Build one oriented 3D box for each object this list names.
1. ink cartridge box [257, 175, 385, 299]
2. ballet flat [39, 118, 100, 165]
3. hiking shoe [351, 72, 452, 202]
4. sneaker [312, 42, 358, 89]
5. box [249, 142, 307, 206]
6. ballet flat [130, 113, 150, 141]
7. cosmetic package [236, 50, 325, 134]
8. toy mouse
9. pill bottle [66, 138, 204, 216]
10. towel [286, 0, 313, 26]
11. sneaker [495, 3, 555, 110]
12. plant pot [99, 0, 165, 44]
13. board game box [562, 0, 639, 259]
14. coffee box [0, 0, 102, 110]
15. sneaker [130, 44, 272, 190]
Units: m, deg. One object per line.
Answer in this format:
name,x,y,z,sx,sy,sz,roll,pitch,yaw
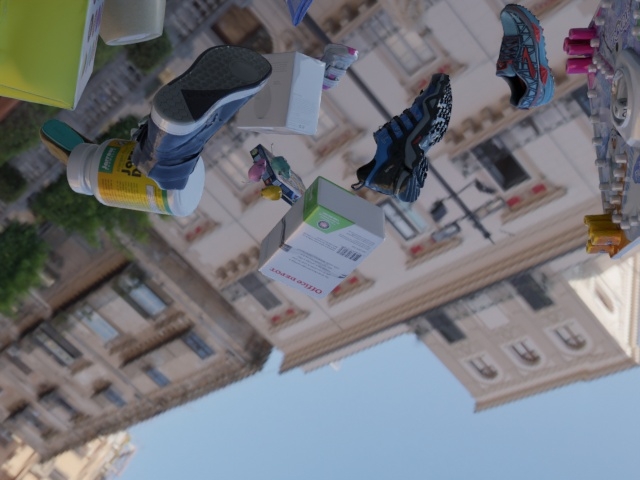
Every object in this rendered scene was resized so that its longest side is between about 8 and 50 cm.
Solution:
ink cartridge box,0.000,0.000,1.940,0.273,0.198,0.114,-46,-152,37
ballet flat,-0.464,-0.160,1.560,0.080,0.232,0.073,-37,152,-29
hiking shoe,0.171,-0.222,1.574,0.132,0.113,0.304,16,-116,21
sneaker,0.033,-0.526,2.447,0.252,0.103,0.111,-19,-117,59
box,-0.111,-0.179,2.415,0.044,0.233,0.159,-37,-129,13
ballet flat,-0.484,-0.299,2.174,0.070,0.070,0.188,-24,-155,47
cosmetic package,-0.120,-0.439,2.381,0.224,0.138,0.224,9,-88,44
toy mouse,-0.129,-0.169,1.932,0.161,0.143,0.031,8,-176,30
pill bottle,-0.313,-0.110,1.333,0.209,0.117,0.117,9,-141,15
towel,-0.051,-0.602,1.569,0.209,0.034,0.284,-49,-129,51
sneaker,0.484,-0.445,1.929,0.125,0.261,0.104,-24,-170,-19
plant pot,-0.443,-0.580,1.739,0.257,0.273,0.256,-10,-172,2
board game box,0.421,-0.200,1.108,0.050,0.389,0.390,-3,166,5
coffee box,-0.559,-0.457,1.384,0.334,0.338,0.337,-112,-146,-65
sneaker,-0.163,-0.162,1.057,0.226,0.086,0.163,-44,171,-44
